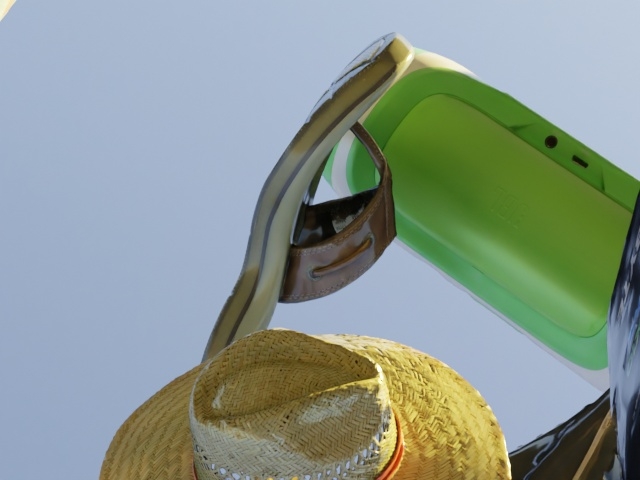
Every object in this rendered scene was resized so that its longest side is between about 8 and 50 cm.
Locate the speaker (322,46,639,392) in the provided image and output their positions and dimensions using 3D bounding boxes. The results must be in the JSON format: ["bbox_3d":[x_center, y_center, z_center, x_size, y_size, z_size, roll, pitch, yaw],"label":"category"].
[{"bbox_3d":[0.139,-0.011,1.277,0.296,0.131,0.131,37,-130,23],"label":"speaker"}]

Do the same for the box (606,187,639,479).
[{"bbox_3d":[0.112,-0.053,0.289,0.073,0.295,0.293,12,-160,1],"label":"box"}]

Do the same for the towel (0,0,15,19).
[{"bbox_3d":[-0.315,-0.281,1.247,0.090,0.374,0.320,1,-132,38],"label":"towel"}]

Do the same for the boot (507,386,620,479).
[{"bbox_3d":[0.095,0.099,0.854,0.137,0.077,0.198,3,-139,46],"label":"boot"}]

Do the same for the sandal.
[{"bbox_3d":[0.000,0.000,1.221,0.086,0.302,0.120,24,-153,2],"label":"sandal"}]

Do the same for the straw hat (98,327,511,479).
[{"bbox_3d":[-0.010,0.063,0.638,0.144,0.061,0.144,-4,-136,4],"label":"straw hat"}]
